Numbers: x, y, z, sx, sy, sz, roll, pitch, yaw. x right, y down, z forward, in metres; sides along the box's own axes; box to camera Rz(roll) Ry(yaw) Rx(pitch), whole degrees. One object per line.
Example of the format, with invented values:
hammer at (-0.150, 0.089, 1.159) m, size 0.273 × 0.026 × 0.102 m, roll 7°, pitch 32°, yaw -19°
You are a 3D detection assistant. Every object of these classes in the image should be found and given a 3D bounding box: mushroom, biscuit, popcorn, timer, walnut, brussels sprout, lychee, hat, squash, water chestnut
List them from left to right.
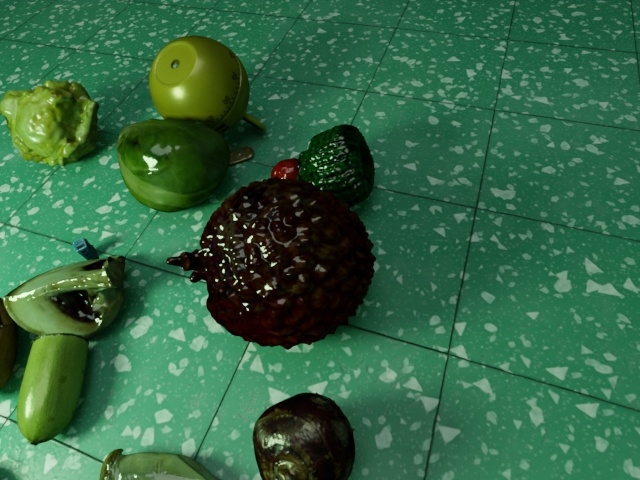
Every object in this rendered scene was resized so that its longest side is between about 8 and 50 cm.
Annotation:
walnut at (-0.888, 0.277, 1.057) m, size 0.209 × 0.208 × 0.336 m, roll -28°, pitch 56°, yaw -14°
squash at (-0.655, 0.364, 1.017) m, size 0.133 × 0.132 × 0.246 m, roll -11°, pitch 57°, yaw -2°
popcorn at (-0.960, -0.430, 1.521) m, size 0.313 × 0.312 × 0.312 m, roll -3°, pitch 55°, yaw 4°
mushroom at (-0.663, 0.150, 1.177) m, size 0.292 × 0.211 × 0.217 m, roll -26°, pitch 11°, yaw 1°
brussels sprout at (-0.489, -0.253, 1.345) m, size 0.372 × 0.275 × 0.314 m, roll 10°, pitch 53°, yaw 13°
mushroom at (-0.316, 0.522, 0.898) m, size 0.334 × 0.087 × 0.107 m, roll 4°, pitch 59°, yaw 4°
timer at (-0.404, -0.522, 1.495) m, size 0.377 × 0.387 × 0.375 m, roll -4°, pitch 79°, yaw 20°
biscuit at (-0.314, -0.307, 1.522) m, size 0.147 × 0.018 × 0.071 m, roll -19°, pitch 56°, yaw -7°
lychee at (-0.110, 0.051, 1.021) m, size 0.501 × 0.424 × 0.424 m, roll 5°, pitch 53°, yaw -17°
water chestnut at (-0.028, 0.426, 0.871) m, size 0.224 × 0.223 × 0.238 m, roll 39°, pitch 30°, yaw 27°
hat at (-0.001, -0.212, 1.333) m, size 0.333 × 0.242 × 0.274 m, roll -14°, pitch 28°, yaw 23°

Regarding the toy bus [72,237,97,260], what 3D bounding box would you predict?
toy bus at (-0.726, 0.029, 1.286) m, size 0.038 × 0.083 × 0.046 m, roll -31°, pitch 69°, yaw -16°
